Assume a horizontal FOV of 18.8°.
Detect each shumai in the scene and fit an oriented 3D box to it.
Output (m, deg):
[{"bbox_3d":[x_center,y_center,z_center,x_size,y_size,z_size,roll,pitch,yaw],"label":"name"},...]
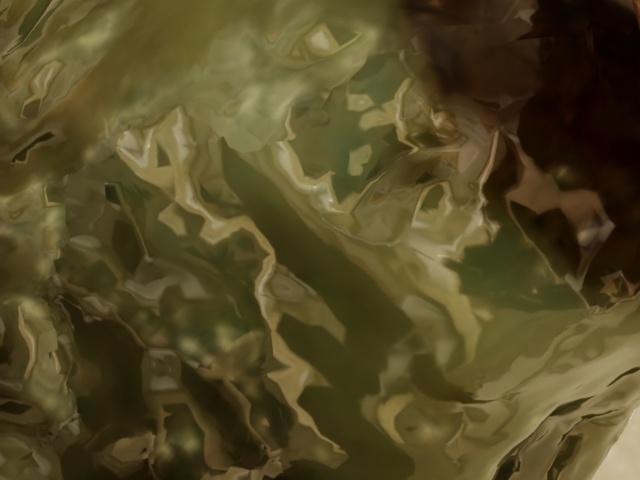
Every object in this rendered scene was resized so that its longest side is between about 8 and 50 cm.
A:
[{"bbox_3d":[0.000,0.000,0.651,0.324,0.397,0.323,30,-61,-35],"label":"shumai"}]

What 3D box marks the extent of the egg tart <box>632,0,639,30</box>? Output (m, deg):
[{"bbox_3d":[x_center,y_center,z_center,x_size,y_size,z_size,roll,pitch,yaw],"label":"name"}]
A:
[{"bbox_3d":[0.166,-0.069,0.440,0.202,0.147,0.203,-7,-79,-38],"label":"egg tart"}]
